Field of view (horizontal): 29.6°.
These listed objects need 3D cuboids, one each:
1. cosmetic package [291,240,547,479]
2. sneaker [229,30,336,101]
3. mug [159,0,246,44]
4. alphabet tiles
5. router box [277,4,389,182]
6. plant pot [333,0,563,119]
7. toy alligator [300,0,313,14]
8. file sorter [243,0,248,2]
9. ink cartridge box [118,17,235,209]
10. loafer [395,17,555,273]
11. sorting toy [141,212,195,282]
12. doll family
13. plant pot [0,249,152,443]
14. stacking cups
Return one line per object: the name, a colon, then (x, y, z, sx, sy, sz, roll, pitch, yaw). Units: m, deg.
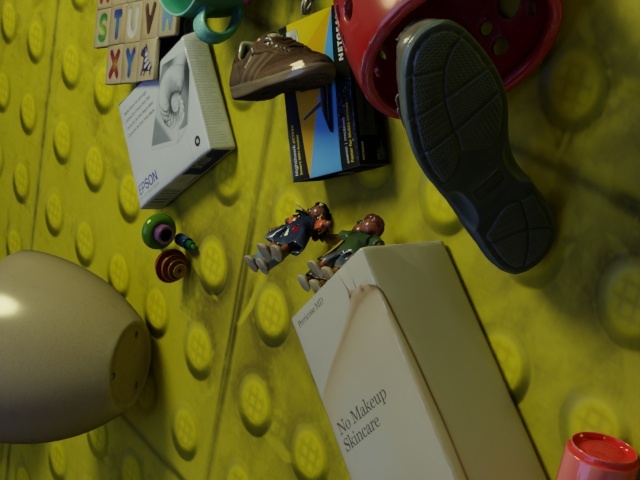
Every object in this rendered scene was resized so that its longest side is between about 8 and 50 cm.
cosmetic package: (0.098, 0.172, 1.190, 0.160, 0.113, 0.309, -49, 55, 45)
sneaker: (-0.049, -0.196, 1.322, 0.188, 0.066, 0.071, -3, 89, 57)
mug: (-0.134, -0.325, 1.485, 0.129, 0.097, 0.157, 23, 113, 51)
alphabet tiles: (-0.250, -0.388, 1.678, 0.285, 0.011, 0.342, 8, 94, 58)
router box: (0.013, -0.160, 1.336, 0.133, 0.046, 0.179, -10, 84, 56)
plant pot: (0.096, -0.229, 1.089, 0.191, 0.191, 0.174, -55, 47, 41)
toy alligator: (0.021, -0.331, 1.308, 0.051, 0.056, 0.189, 16, 111, 11)
file sorter: (-0.049, -0.422, 1.153, 0.202, 0.182, 0.290, -36, 27, 45)
ink cartridge box: (-0.207, -0.183, 1.646, 0.223, 0.045, 0.224, -34, 66, 51)
loafer: (0.120, -0.082, 1.059, 0.267, 0.096, 0.084, 60, 171, -34)
sorting toy: (-0.200, 0.012, 1.644, 0.042, 0.061, 0.102, 24, 135, 51)
doll family: (0.000, 0.000, 1.323, 0.193, 0.111, 0.076, 22, 145, 40)
plant pot: (-0.356, 0.164, 1.738, 0.191, 0.284, 0.284, 7, 101, 19)
stacking cups: (0.214, 0.321, 1.073, 0.096, 0.096, 0.316, 30, 112, 50)
